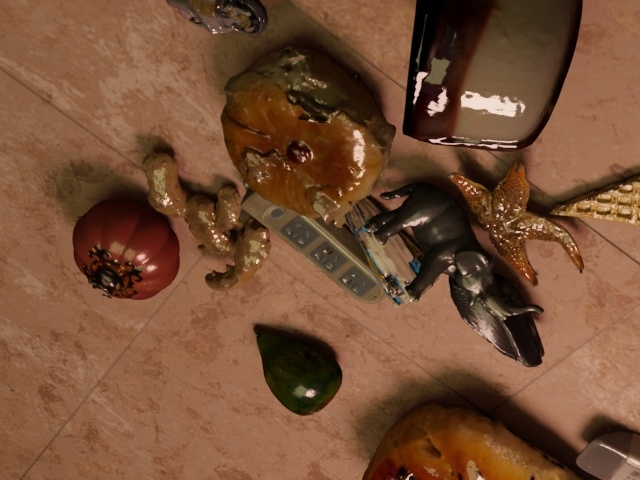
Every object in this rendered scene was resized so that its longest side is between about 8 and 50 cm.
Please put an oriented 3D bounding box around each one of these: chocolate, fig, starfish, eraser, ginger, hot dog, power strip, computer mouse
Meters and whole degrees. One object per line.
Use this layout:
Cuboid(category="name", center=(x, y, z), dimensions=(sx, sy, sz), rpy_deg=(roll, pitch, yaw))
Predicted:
Cuboid(category="chocolate", center=(0.200, -0.242, 1.456), dimensions=(0.186, 0.283, 0.283), rpy_deg=(5, 133, 1))
Cuboid(category="fig", center=(-0.052, 0.210, 2.079), dimensions=(0.177, 0.117, 0.117), rpy_deg=(38, 136, 5))
Cuboid(category="starfish", center=(0.278, -0.024, 1.725), dimensions=(0.138, 0.050, 0.247), rpy_deg=(1, 142, 46))
Cuboid(category="eraser", center=(0.571, 0.391, 1.957), dimensions=(0.352, 0.061, 0.089), rpy_deg=(27, 137, 3))
Cuboid(category="ginger", center=(-0.170, -0.040, 1.940), dimensions=(0.149, 0.065, 0.258), rpy_deg=(-21, 112, 24))
Cuboid(category="hot dog", center=(0.256, 0.432, 2.063), dimensions=(0.365, 0.196, 0.367), rpy_deg=(43, 131, -9))
Cuboid(category="power strip", center=(0.001, -0.002, 1.897), dimensions=(0.286, 0.048, 0.080), rpy_deg=(40, 135, -13))
Cuboid(category="computer mouse", center=(0.263, 0.101, 1.818), dimensions=(0.192, 0.106, 0.062), rpy_deg=(44, 122, -6))

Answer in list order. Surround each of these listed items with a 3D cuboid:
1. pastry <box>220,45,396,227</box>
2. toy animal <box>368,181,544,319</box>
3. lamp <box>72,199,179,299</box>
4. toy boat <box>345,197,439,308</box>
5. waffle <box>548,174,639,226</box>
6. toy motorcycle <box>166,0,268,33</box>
Cuboid(category="pastry", center=(-0.026, -0.139, 1.731), dimensions=(0.257, 0.121, 0.236), rpy_deg=(40, 135, -10))
Cuboid(category="toy animal", center=(0.174, 0.034, 1.751), dimensions=(0.137, 0.082, 0.269), rpy_deg=(-38, 82, 1))
Cuboid(category="lamp", center=(-0.314, 0.021, 2.004), dimensions=(0.182, 0.140, 0.182), rpy_deg=(12, 135, 12))
Cuboid(category="toy boat", center=(0.094, 0.005, 1.848), dimensions=(0.084, 0.066, 0.210), rpy_deg=(-34, 102, 6))
Cuboid(category="waffle", center=(0.379, -0.065, 1.670), dimensions=(0.152, 0.023, 0.097), rpy_deg=(9, 130, 21))
Cuboid(category="toy motorcycle", center=(-0.166, -0.345, 1.642), dimensions=(0.225, 0.073, 0.152), rpy_deg=(47, 153, -9))
